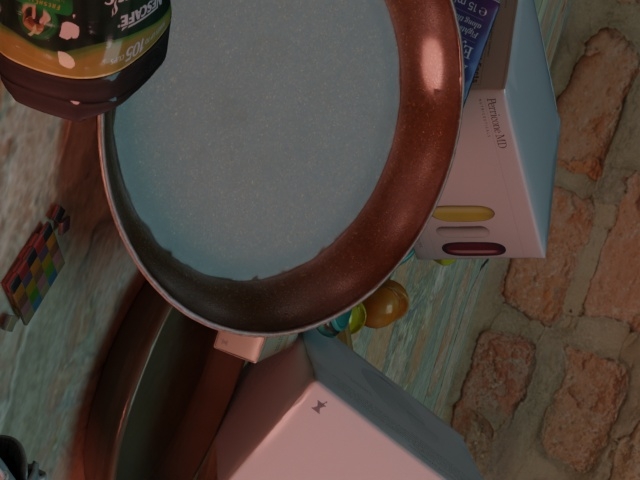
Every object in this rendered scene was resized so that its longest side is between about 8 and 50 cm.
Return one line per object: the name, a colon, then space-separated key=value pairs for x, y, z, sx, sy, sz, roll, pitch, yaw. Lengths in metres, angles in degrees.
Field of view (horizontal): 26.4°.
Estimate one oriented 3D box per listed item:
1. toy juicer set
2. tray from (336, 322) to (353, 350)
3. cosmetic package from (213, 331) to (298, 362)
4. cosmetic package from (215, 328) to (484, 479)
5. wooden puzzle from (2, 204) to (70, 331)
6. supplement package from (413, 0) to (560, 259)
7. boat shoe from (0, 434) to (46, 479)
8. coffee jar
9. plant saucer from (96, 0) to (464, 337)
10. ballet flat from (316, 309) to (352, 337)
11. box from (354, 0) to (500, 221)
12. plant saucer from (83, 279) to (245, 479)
toy juicer set: x=0.046 y=0.009 z=1.594 sx=0.209 sy=0.089 sz=0.329 roll=-50 pitch=154 yaw=4
tray: x=-0.053 y=0.280 z=1.453 sx=0.203 sy=0.076 sz=0.411 roll=81 pitch=25 yaw=-65
cosmetic package: x=-0.048 y=0.065 z=1.171 sx=0.115 sy=0.041 sz=0.060 roll=-16 pitch=125 yaw=-74
cosmetic package: x=0.028 y=0.205 z=1.248 sx=0.138 sy=0.224 sz=0.225 roll=-50 pitch=-168 yaw=5
wooden puzzle: x=-0.176 y=0.019 z=0.840 sx=0.049 sy=0.006 sz=0.083 roll=87 pitch=25 yaw=-58
supplement package: x=0.156 y=-0.135 z=1.425 sx=0.262 sy=0.145 sz=0.204 roll=66 pitch=29 yaw=-47
boat shoe: x=-0.195 y=0.153 z=0.795 sx=0.081 sy=0.079 sz=0.227 roll=-60 pitch=161 yaw=-21
coffee jar: x=-0.117 y=-0.154 z=0.674 sx=0.096 sy=0.079 sz=0.184 roll=-56 pitch=161 yaw=-46
plant saucer: x=-0.027 y=-0.090 z=0.920 sx=0.310 sy=0.050 sz=0.311 roll=-14 pitch=111 yaw=-39
ballet flat: x=0.000 y=0.000 z=1.317 sx=0.247 sy=0.087 sz=0.083 roll=-73 pitch=156 yaw=-44
box: x=0.024 y=-0.118 z=1.064 sx=0.108 sy=0.153 sz=0.207 roll=16 pitch=-92 yaw=69
plant saucer: x=-0.120 y=0.111 z=1.123 sx=0.278 sy=0.041 sz=0.278 roll=19 pitch=90 yaw=-76
